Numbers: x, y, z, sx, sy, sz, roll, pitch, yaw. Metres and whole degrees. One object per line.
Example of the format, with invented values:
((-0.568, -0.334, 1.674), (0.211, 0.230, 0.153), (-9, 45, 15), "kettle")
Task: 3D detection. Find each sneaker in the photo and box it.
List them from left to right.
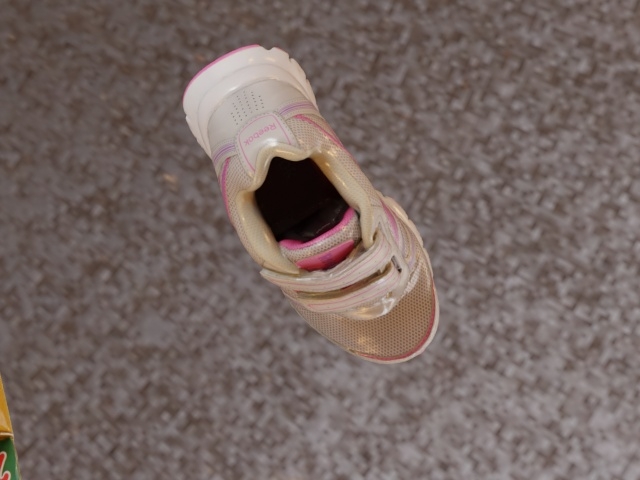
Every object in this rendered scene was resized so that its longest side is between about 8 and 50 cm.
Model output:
((0.000, 0.000, 1.171), (0.103, 0.111, 0.252), (-33, 122, 9), "sneaker")

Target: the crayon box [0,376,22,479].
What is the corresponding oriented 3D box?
((-0.354, 0.084, 1.433), (0.202, 0.319, 0.081), (-28, 158, 28), "crayon box")
